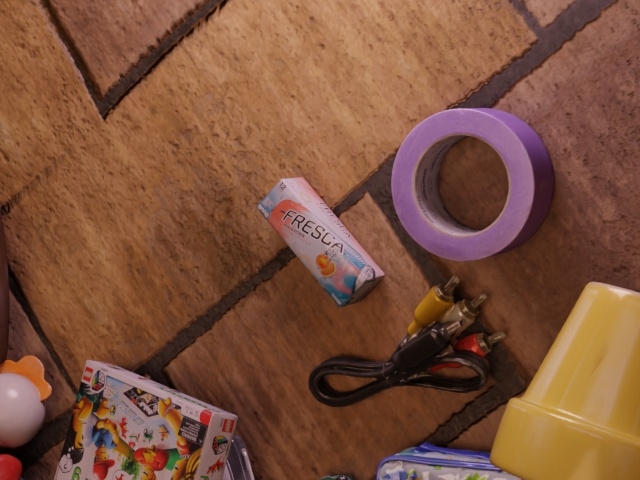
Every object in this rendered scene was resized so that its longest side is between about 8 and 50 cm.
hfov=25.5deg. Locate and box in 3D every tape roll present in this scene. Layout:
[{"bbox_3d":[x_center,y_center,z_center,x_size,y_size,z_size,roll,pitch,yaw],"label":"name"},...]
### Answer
[{"bbox_3d":[0.189,-0.071,1.757,0.189,0.080,0.189,3,97,28],"label":"tape roll"}]

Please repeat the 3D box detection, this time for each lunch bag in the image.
[{"bbox_3d":[0.176,0.353,1.803,0.218,0.090,0.176,4,94,26],"label":"lunch bag"}]

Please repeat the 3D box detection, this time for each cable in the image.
[{"bbox_3d":[0.117,0.160,1.848,0.287,0.072,0.139,-33,97,38],"label":"cable"}]

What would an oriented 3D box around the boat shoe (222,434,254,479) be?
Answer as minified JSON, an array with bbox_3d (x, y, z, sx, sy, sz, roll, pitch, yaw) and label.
[{"bbox_3d":[-0.112,0.417,1.947,0.108,0.102,0.301,-26,74,43],"label":"boat shoe"}]

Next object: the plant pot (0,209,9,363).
[{"bbox_3d":[-0.552,0.084,2.104,0.215,0.215,0.231,-5,107,28],"label":"plant pot"}]

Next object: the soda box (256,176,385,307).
[{"bbox_3d":[0.000,0.000,1.871,0.183,0.063,0.058,49,115,15],"label":"soda box"}]

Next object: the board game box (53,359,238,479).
[{"bbox_3d":[-0.248,0.295,1.959,0.305,0.053,0.193,14,89,47],"label":"board game box"}]

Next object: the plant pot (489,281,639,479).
[{"bbox_3d":[0.350,0.185,1.620,0.254,0.254,0.239,18,88,25],"label":"plant pot"}]

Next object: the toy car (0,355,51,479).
[{"bbox_3d":[-0.503,0.270,2.115,0.210,0.219,0.238,26,77,24],"label":"toy car"}]

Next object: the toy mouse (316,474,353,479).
[{"bbox_3d":[0.034,0.369,1.908,0.143,0.031,0.161,-39,77,25],"label":"toy mouse"}]
